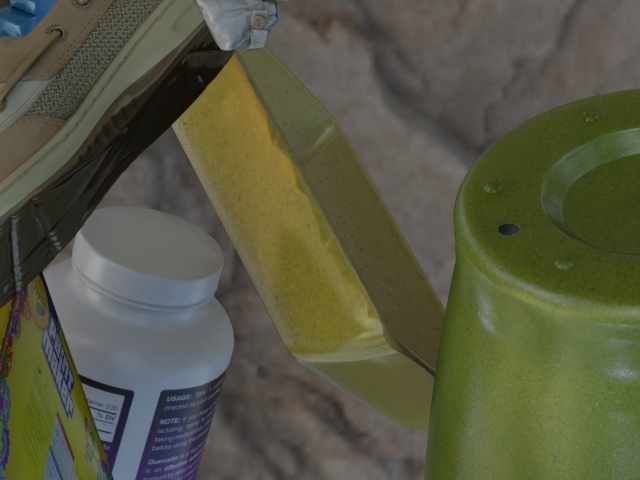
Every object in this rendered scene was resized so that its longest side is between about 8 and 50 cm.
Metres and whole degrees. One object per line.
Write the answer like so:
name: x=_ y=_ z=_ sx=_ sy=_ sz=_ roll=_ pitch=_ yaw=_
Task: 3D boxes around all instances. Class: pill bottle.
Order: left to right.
pill bottle: x=-0.182 y=0.140 z=1.627 sx=0.181 sy=0.181 sz=0.323 roll=12 pitch=115 yaw=-12

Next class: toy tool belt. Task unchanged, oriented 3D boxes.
toy tool belt: x=-0.043 y=-0.136 z=1.063 sx=0.051 sy=0.083 sz=0.052 roll=-26 pitch=113 yaw=-1

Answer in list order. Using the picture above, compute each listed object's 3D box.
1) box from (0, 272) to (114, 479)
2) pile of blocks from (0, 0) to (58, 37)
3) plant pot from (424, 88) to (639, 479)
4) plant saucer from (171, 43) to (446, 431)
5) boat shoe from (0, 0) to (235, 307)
box: x=-0.319 y=0.157 z=1.335 sx=0.279 sy=0.177 sz=0.290 roll=-1 pitch=138 yaw=7
pile of blocks: x=-0.246 y=-0.227 z=1.724 sx=0.112 sy=0.362 sz=0.149 roll=24 pitch=170 yaw=41
plant pot: x=0.218 y=0.108 z=1.194 sx=0.366 sy=0.366 sz=0.353 roll=-3 pitch=126 yaw=10
plant saucer: x=0.000 y=0.000 z=1.435 sx=0.081 sy=0.333 sz=0.333 roll=-32 pitch=155 yaw=8
boat shoe: x=-0.182 y=-0.068 z=1.169 sx=0.110 sy=0.341 sz=0.122 roll=37 pitch=152 yaw=9
